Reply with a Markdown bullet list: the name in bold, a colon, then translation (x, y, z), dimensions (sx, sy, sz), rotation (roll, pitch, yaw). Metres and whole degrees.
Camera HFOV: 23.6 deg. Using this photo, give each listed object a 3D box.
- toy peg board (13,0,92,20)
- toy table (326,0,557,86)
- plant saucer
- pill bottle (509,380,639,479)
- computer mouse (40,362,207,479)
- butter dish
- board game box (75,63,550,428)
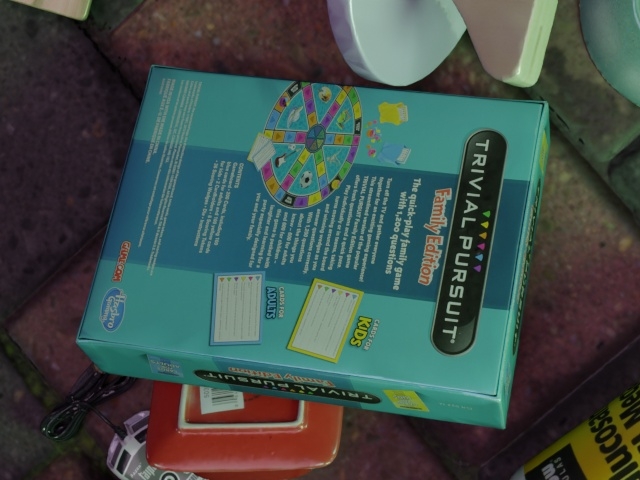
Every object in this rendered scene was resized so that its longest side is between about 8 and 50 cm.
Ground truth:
- **toy peg board**: translation (-0.260, -0.291, 1.349), dimensions (0.160, 0.079, 0.161), rotation (16, 95, -3)
- **toy table**: translation (0.127, -0.247, 1.170), dimensions (0.161, 0.252, 0.274), rotation (17, 105, 44)
- **plant saucer**: translation (0.304, -0.193, 1.226), dimensions (0.194, 0.037, 0.195), rotation (1, 92, 14)
- **pill bottle**: translation (0.264, 0.209, 1.168), dimensions (0.334, 0.188, 0.188), rotation (-38, 83, 11)
- **computer mouse**: translation (-0.150, 0.191, 1.343), dimensions (0.193, 0.042, 0.106), rotation (43, 95, 15)
- **butter dish**: translation (-0.056, 0.146, 1.286), dimensions (0.159, 0.118, 0.160), rotation (-1, 50, 6)
- **board game box**: translation (0.000, 0.000, 1.233), dimensions (0.336, 0.079, 0.254), rotation (7, 67, 13)
